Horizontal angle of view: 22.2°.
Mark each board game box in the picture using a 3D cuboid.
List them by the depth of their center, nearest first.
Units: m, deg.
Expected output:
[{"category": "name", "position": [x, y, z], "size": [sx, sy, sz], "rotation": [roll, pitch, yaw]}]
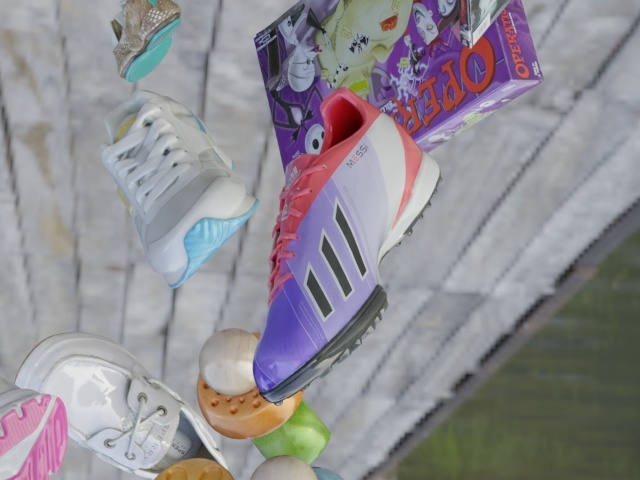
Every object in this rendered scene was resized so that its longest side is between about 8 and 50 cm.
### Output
[{"category": "board game box", "position": [0.063, -0.177, 1.580], "size": [0.056, 0.208, 0.347], "rotation": [-7, 164, -39]}]

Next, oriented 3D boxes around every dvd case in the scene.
[{"category": "dvd case", "position": [0.131, -0.209, 1.219], "size": [0.013, 0.087, 0.119], "rotation": [31, 159, 23]}]

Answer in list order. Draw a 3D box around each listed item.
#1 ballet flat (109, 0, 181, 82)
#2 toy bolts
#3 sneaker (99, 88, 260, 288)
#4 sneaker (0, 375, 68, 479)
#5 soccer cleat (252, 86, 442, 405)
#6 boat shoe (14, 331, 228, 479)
[{"category": "ballet flat", "position": [-0.199, -0.236, 1.812], "size": [0.073, 0.067, 0.206], "rotation": [-37, 180, -22]}, {"category": "toy bolts", "position": [-0.069, 0.207, 1.427], "size": [0.218, 0.228, 0.158], "rotation": [-41, 142, -5]}, {"category": "sneaker", "position": [-0.105, -0.039, 1.112], "size": [0.092, 0.087, 0.229], "rotation": [46, -177, -20]}, {"category": "sneaker", "position": [-0.311, 0.167, 1.175], "size": [0.252, 0.103, 0.111], "rotation": [-23, -143, -40]}, {"category": "soccer cleat", "position": [0.000, 0.000, 1.279], "size": [0.108, 0.318, 0.116], "rotation": [-31, 109, 38]}, {"category": "boat shoe", "position": [-0.173, 0.169, 1.539], "size": [0.096, 0.098, 0.277], "rotation": [35, 179, 39]}]
